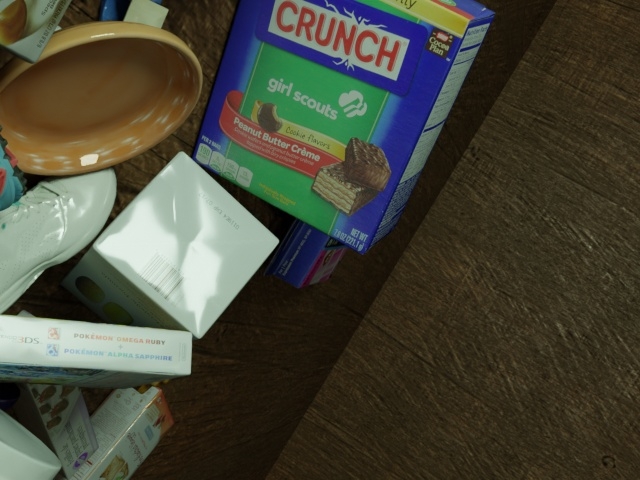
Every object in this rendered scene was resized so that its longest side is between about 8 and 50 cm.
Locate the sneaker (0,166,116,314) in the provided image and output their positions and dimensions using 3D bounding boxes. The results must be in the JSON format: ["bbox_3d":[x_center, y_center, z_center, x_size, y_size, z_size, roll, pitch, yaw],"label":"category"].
[{"bbox_3d":[-0.283,-0.016,0.793,0.212,0.080,0.094,-51,150,-23],"label":"sneaker"}]

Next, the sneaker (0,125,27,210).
[{"bbox_3d":[-0.297,-0.066,0.591,0.125,0.104,0.262,-49,162,-23],"label":"sneaker"}]

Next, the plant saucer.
[{"bbox_3d":[-0.204,-0.128,0.740,0.200,0.037,0.200,-23,160,-9],"label":"plant saucer"}]

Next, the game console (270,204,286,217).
[{"bbox_3d":[0.045,-0.152,1.375,0.293,0.250,0.173,-57,138,-5],"label":"game console"}]

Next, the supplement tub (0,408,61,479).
[{"bbox_3d":[-0.391,0.265,0.685,0.316,0.228,0.228,-55,164,-15],"label":"supplement tub"}]

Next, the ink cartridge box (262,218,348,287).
[{"bbox_3d":[0.000,0.000,1.646,0.175,0.069,0.371,-59,168,7],"label":"ink cartridge box"}]

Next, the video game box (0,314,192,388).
[{"bbox_3d":[-0.248,0.113,0.810,0.205,0.187,0.048,-23,-116,57],"label":"video game box"}]

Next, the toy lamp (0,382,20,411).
[{"bbox_3d":[-0.417,0.270,0.902,0.274,0.080,0.080,-61,164,5],"label":"toy lamp"}]

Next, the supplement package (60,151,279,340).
[{"bbox_3d":[-0.173,0.026,0.904,0.134,0.139,0.244,-52,-169,-24],"label":"supplement package"}]

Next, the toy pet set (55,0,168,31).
[{"bbox_3d":[-0.194,-0.222,0.737,0.114,0.065,0.122,19,102,-38],"label":"toy pet set"}]

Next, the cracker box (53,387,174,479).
[{"bbox_3d":[-0.332,0.332,1.294,0.232,0.067,0.155,-50,162,-25],"label":"cracker box"}]

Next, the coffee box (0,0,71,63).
[{"bbox_3d":[-0.239,-0.216,0.488,0.141,0.098,0.246,-60,165,4],"label":"coffee box"}]

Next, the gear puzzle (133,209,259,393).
[{"bbox_3d":[-0.157,0.084,1.084,0.175,0.044,0.339,-38,-163,24],"label":"gear puzzle"}]

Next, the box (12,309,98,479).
[{"bbox_3d":[-0.338,0.202,1.036,0.063,0.067,0.324,-49,161,-32],"label":"box"}]

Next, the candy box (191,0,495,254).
[{"bbox_3d":[0.018,-0.186,1.024,0.122,0.268,0.317,-39,154,-60],"label":"candy box"}]
